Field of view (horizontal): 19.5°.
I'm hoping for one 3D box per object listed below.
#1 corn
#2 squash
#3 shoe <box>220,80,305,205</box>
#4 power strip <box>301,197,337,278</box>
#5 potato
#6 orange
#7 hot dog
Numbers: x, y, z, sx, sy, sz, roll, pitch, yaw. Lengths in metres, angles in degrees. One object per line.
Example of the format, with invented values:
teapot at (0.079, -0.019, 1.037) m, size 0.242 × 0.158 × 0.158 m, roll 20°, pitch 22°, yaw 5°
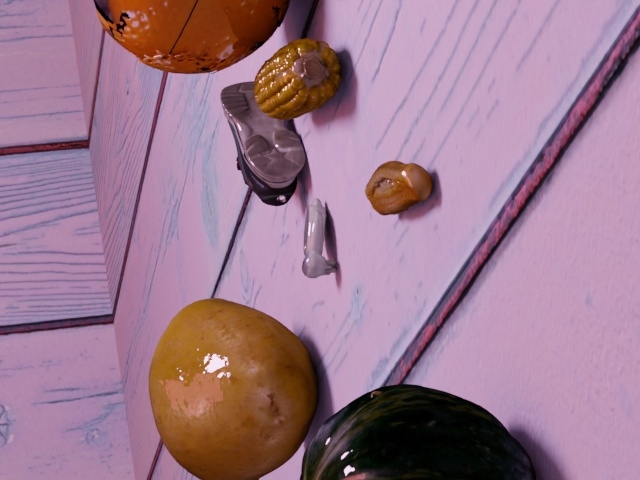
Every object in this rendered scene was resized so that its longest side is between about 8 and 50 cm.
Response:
corn at (-0.023, -0.154, 1.788) m, size 0.207 × 0.068 × 0.068 m, roll 174°, pitch 91°, yaw -80°
squash at (0.064, 0.206, 1.319) m, size 0.218 × 0.172 × 0.218 m, roll 178°, pitch 90°, yaw -83°
shoe at (-0.063, -0.095, 1.989) m, size 0.099 × 0.071 × 0.169 m, roll 93°, pitch 161°, yaw -44°
power strip at (0.000, 0.000, 1.851) m, size 0.055 × 0.035 × 0.083 m, roll 105°, pitch 169°, yaw -56°
potato at (-0.071, 0.162, 1.971) m, size 0.158 × 0.178 × 0.203 m, roll -3°, pitch 80°, yaw 55°
orange at (-0.129, -0.280, 1.847) m, size 0.182 × 0.234 × 0.234 m, roll 21°, pitch 122°, yaw 38°
hot dog at (0.064, -0.046, 1.537) m, size 0.044 × 0.028 × 0.137 m, roll 58°, pitch 169°, yaw 0°
